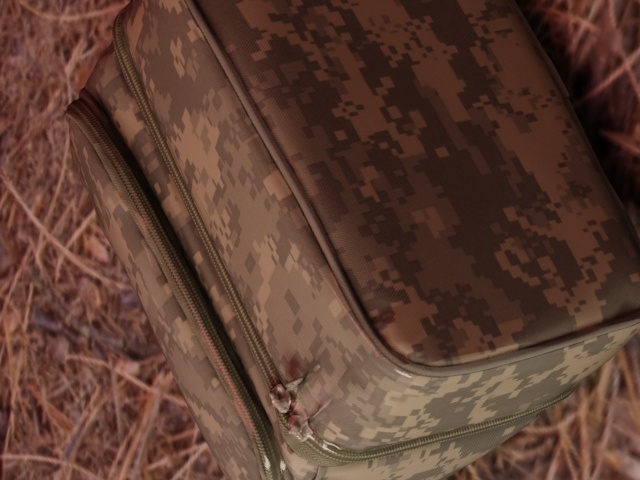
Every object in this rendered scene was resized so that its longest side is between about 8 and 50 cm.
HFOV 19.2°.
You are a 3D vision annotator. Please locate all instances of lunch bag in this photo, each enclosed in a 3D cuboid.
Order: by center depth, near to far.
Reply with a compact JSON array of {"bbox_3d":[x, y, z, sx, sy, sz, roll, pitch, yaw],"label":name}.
[{"bbox_3d":[0.000,0.000,1.030,0.305,0.212,0.256,62,144,17],"label":"lunch bag"}]
